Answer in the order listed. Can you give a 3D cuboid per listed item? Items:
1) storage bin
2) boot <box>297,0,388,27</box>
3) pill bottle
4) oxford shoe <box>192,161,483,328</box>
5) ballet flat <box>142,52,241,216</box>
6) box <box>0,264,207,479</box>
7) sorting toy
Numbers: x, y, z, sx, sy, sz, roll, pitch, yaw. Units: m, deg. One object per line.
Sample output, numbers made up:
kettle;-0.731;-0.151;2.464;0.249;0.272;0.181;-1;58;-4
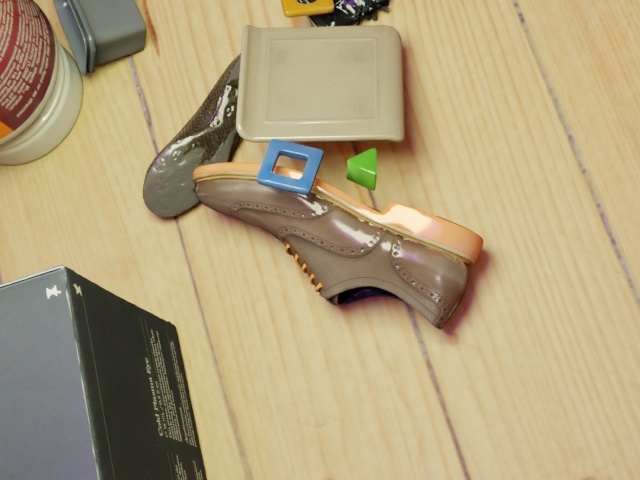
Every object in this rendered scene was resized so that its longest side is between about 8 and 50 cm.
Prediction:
storage bin;-0.291;-0.293;1.724;0.091;0.098;0.135;-17;67;-19
boot;0.023;-0.319;1.662;0.099;0.045;0.121;-37;71;2
pill bottle;-0.458;-0.241;1.585;0.224;0.392;0.224;-5;73;15
oxford shoe;0.000;0.000;1.533;0.363;0.130;0.133;18;86;20
ballet flat;-0.140;-0.137;1.652;0.084;0.058;0.250;33;90;-14
box;-0.264;0.241;1.432;0.179;0.312;0.343;-17;70;10
sorting toy;0.001;-0.182;1.556;0.196;0.047;0.348;2;55;-1
